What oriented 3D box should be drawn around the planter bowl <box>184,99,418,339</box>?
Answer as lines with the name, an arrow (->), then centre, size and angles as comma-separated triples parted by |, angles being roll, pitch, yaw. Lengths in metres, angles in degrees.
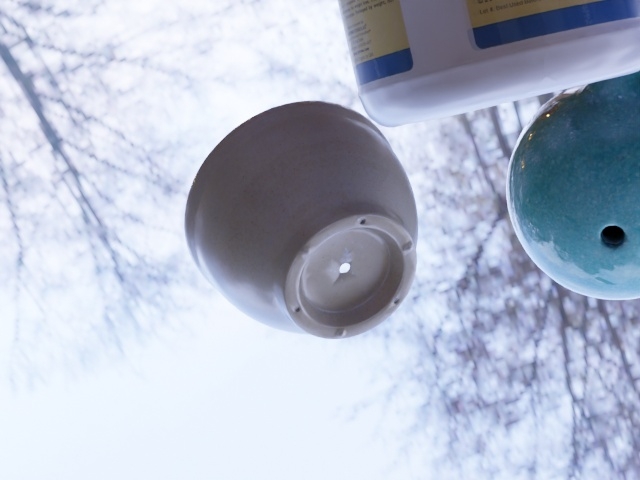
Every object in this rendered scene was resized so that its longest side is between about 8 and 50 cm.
planter bowl -> 0.000, 0.000, 1.070 | 0.162, 0.162, 0.109 | -31, -143, -5

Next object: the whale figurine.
whale figurine -> 0.276, -0.052, 1.225 | 0.272, 0.216, 0.141 | -22, -161, 23

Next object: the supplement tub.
supplement tub -> 0.070, -0.163, 0.740 | 0.144, 0.199, 0.144 | -13, -177, 1
